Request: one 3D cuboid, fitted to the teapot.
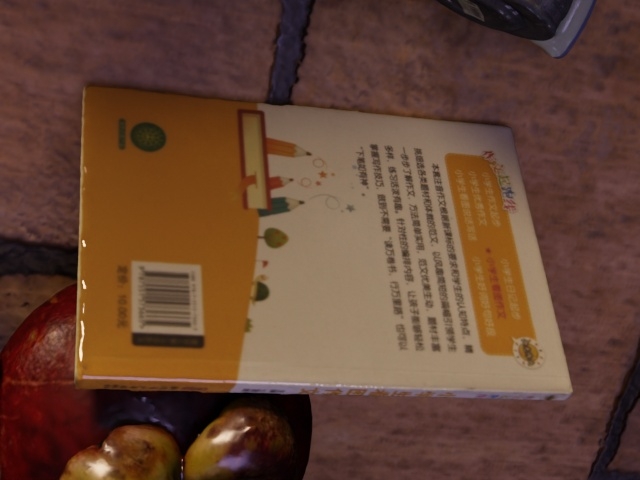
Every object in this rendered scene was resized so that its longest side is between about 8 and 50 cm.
[{"bbox_3d":[0.128,-0.180,0.692,0.149,0.111,0.108,27,93,-18],"label":"teapot"}]

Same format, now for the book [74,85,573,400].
[{"bbox_3d":[0.000,0.000,0.705,0.295,0.208,0.020,4,145,-15],"label":"book"}]

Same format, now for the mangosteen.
[{"bbox_3d":[-0.103,0.131,0.704,0.215,0.257,0.215,-5,112,-12],"label":"mangosteen"}]
